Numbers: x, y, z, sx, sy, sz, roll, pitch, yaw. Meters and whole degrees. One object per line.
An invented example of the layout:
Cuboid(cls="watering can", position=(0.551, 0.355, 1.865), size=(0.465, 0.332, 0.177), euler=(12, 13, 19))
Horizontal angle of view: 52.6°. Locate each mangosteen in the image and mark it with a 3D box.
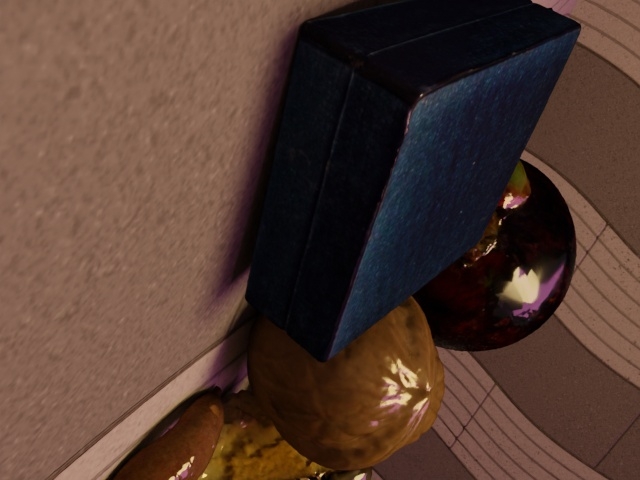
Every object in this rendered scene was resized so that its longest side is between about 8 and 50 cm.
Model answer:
Cuboid(cls="mangosteen", position=(0.219, 0.001, 0.927), size=(0.306, 0.306, 0.359), euler=(-54, 171, -16))

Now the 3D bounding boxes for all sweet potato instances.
Cuboid(cls="sweet potato", position=(-0.154, 0.222, 0.602), size=(0.281, 0.059, 0.067), euler=(-41, 168, -50))

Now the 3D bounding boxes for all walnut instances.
Cuboid(cls="walnut", position=(0.029, 0.138, 0.720), size=(0.228, 0.228, 0.228), euler=(-54, 167, -19))

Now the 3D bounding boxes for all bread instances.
Cuboid(cls="bread", position=(-0.095, 0.301, 0.793), size=(0.262, 0.163, 0.204), euler=(8, 124, -29))

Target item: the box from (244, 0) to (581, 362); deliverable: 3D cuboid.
Cuboid(cls="box", position=(0.079, -0.070, 0.572), size=(0.279, 0.116, 0.261), euler=(-32, 150, -43))
